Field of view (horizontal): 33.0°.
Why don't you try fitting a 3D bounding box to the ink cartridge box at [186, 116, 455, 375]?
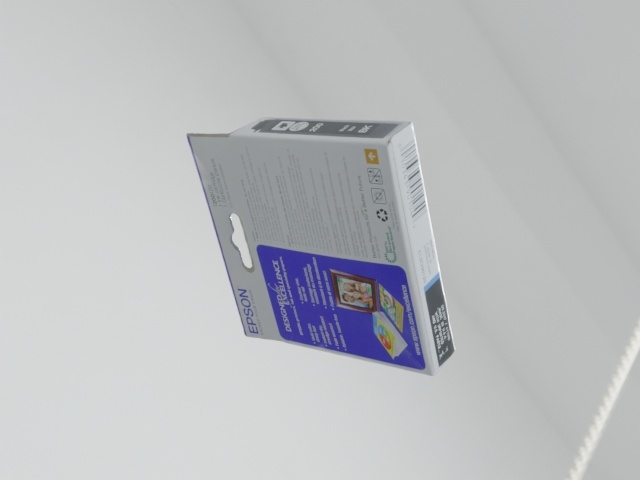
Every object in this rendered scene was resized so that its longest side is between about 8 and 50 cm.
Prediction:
[{"bbox_3d":[0.000,0.000,0.893,0.208,0.045,0.206,7,-58,37],"label":"ink cartridge box"}]
